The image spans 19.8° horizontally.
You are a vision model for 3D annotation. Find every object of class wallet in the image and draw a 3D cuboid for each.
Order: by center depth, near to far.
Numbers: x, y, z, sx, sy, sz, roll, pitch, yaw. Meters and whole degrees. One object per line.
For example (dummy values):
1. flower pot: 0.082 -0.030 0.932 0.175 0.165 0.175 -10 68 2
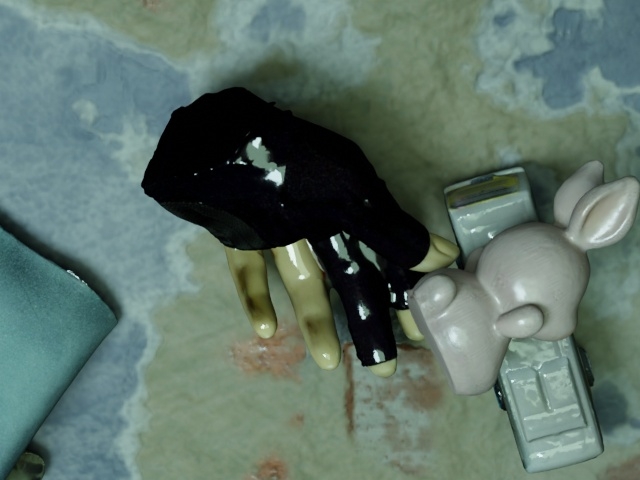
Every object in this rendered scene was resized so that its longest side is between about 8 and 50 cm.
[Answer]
1. wallet: -0.354 0.081 1.568 0.290 0.054 0.251 35 69 -7

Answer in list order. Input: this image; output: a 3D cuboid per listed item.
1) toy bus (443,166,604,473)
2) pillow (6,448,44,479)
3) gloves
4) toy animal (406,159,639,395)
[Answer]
1. toy bus: 0.180 0.074 1.593 0.092 0.106 0.268 -16 104 6
2. pillow: -0.372 0.205 1.653 0.241 0.051 0.093 -9 131 5
3. gloves: -0.001 -0.008 1.548 0.197 0.152 0.301 -14 121 38
4. toy animal: 0.177 0.033 1.476 0.212 0.124 0.124 -31 103 1
